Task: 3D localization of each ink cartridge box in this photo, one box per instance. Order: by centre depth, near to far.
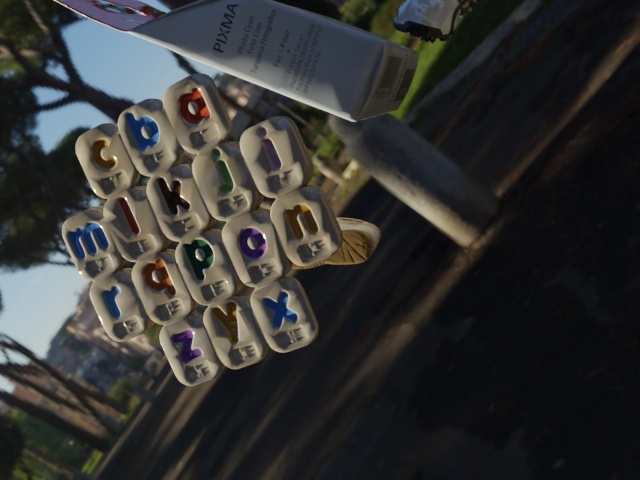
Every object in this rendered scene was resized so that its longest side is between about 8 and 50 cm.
[{"bbox_3d":[-0.089,-0.250,0.985,0.308,0.384,0.091,-42,-25,-73],"label":"ink cartridge box"}]

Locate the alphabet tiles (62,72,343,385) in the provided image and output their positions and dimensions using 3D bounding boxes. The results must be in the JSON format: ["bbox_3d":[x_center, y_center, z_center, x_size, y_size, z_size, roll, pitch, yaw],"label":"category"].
[{"bbox_3d":[-0.122,-0.005,0.844,0.284,0.278,0.021,-23,4,23],"label":"alphabet tiles"}]

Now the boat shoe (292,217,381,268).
[{"bbox_3d":[0.000,0.000,1.117,0.059,0.170,0.063,-35,-56,-56],"label":"boat shoe"}]

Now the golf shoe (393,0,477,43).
[{"bbox_3d":[0.146,-0.309,1.054,0.198,0.077,0.094,-55,-19,-49],"label":"golf shoe"}]
